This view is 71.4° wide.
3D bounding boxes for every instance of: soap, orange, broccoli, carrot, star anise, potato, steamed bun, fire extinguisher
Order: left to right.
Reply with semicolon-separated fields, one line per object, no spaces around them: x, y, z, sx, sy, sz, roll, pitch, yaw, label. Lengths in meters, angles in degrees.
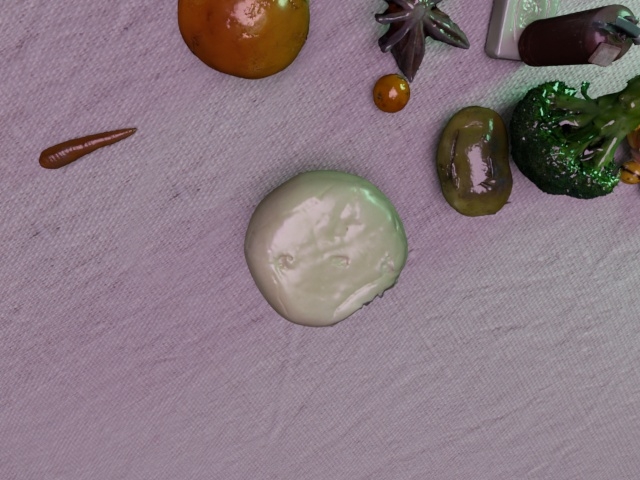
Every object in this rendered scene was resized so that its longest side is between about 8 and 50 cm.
-0.501;-0.206;0.963;0.216;0.048;0.048;-21;110;-3;carrot
-0.137;-0.414;0.819;0.240;0.240;0.240;-2;109;-5;orange
0.000;0.000;0.980;0.334;0.233;0.312;-27;107;-5;steamed bun
0.152;-0.315;0.959;0.084;0.083;0.083;-2;109;-5;orange
0.192;-0.450;0.878;0.198;0.110;0.257;-28;132;1;star anise
0.344;-0.172;0.994;0.169;0.143;0.248;-13;107;-25;potato
0.427;-0.477;0.938;0.121;0.064;0.183;2;110;-8;soap
0.469;-0.366;0.805;0.105;0.269;0.104;-3;111;-7;fire extinguisher
0.547;-0.226;0.923;0.297;0.297;0.297;43;136;-17;broccoli

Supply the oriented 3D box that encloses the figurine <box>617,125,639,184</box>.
0.819;-0.244;0.985;0.323;0.196;0.320;35;109;-26;figurine
